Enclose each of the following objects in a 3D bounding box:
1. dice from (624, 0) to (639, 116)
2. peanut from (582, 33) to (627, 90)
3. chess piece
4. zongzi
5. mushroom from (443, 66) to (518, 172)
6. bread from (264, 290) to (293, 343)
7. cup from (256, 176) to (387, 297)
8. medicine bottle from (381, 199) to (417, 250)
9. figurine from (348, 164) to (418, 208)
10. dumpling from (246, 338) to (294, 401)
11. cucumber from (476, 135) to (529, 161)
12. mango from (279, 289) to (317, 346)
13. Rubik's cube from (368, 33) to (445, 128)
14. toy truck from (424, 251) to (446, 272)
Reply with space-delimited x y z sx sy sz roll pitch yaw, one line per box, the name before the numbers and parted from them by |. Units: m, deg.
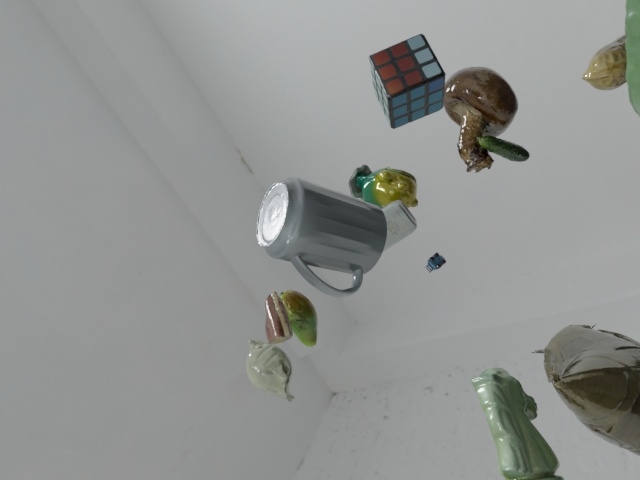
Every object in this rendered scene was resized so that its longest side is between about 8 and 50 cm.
dice | 0.543 -0.249 0.401 0.330 0.322 0.318 62 173 -27
peanut | 0.571 -0.336 0.794 0.194 0.083 0.093 -35 -122 -24
chess piece | 0.398 0.405 0.837 0.176 0.176 0.298 24 -131 -45
zongzi | 0.585 0.268 0.991 0.467 0.218 0.500 28 -173 -13
mushroom | 0.607 -0.492 1.685 0.334 0.356 0.331 35 -157 6
bread | -0.131 0.259 1.304 0.067 0.119 0.192 0 -144 -19
cup | 0.000 0.000 1.227 0.327 0.237 0.322 14 -119 -31
medicine bottle | 0.277 -0.043 1.899 0.161 0.296 0.111 49 -158 -11
figurine | 0.326 -0.255 2.111 0.323 0.340 0.231 41 -103 -42
dumpling | -0.120 0.320 1.014 0.100 0.169 0.134 -47 -36 -44
cucumber | 0.692 -0.350 1.598 0.227 0.069 0.069 15 -127 -14
mango | -0.069 0.278 1.506 0.111 0.125 0.233 -33 -75 -24
Rubik's cube | 0.241 -0.440 1.176 0.162 0.161 0.163 54 -164 -66
toy truck | 0.514 0.088 1.837 0.136 0.074 0.063 -29 -111 -34
